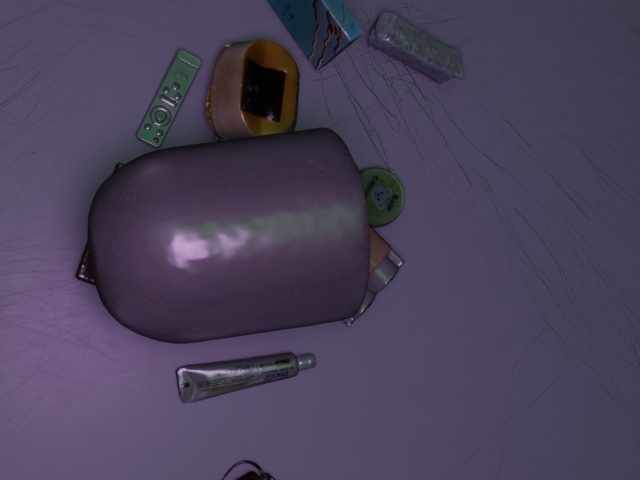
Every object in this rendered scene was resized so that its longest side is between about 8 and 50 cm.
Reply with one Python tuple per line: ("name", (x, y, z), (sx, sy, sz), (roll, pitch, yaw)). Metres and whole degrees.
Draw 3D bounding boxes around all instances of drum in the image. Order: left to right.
("drum", (0.042, -0.100, 1.577), (0.253, 0.049, 0.130), (16, 80, -17))

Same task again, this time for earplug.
("earplug", (-0.156, -0.001, 1.283), (0.394, 0.312, 0.313), (-8, 88, -16))

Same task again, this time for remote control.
("remote control", (-0.274, -0.256, 1.498), (0.050, 0.027, 0.184), (27, 82, -13))

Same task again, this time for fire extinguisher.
("fire extinguisher", (-0.155, 0.445, 1.470), (0.157, 0.045, 0.078), (-27, 72, -18))

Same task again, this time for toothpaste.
("toothpaste", (-0.131, 0.239, 1.497), (0.255, 0.037, 0.067), (-9, 94, -16))

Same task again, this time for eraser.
("eraser", (0.000, 0.000, 1.535), (0.290, 0.087, 0.171), (45, 75, -10))

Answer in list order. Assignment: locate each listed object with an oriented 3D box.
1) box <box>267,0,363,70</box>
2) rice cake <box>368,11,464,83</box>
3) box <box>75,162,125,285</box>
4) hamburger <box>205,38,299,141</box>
("box", (-0.031, -0.440, 1.522), (0.041, 0.162, 0.229), (-39, 97, -24))
("rice cake", (0.191, -0.382, 1.645), (0.206, 0.063, 0.069), (23, 73, -17))
("box", (-0.289, 0.004, 1.437), (0.215, 0.086, 0.215), (20, 79, -16))
("hamburger", (-0.120, -0.263, 1.508), (0.173, 0.116, 0.210), (7, 79, -26))
